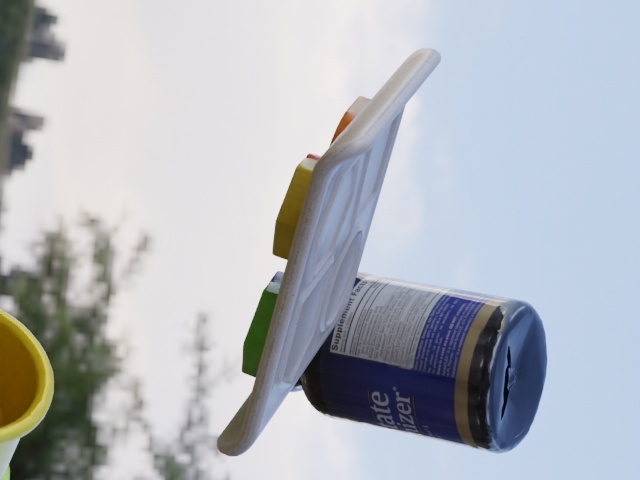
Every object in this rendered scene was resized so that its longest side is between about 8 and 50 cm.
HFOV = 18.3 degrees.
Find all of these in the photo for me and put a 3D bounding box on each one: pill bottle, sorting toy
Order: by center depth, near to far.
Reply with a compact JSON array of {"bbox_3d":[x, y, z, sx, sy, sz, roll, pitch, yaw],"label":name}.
[{"bbox_3d":[0.000,0.000,1.137,0.193,0.038,0.208,-52,164,-63],"label":"sorting toy"},{"bbox_3d":[0.060,0.091,1.583,0.219,0.123,0.123,9,-87,28],"label":"pill bottle"}]

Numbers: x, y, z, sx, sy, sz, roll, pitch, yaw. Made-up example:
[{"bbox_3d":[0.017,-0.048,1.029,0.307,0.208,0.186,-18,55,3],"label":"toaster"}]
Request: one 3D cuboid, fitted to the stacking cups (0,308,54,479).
[{"bbox_3d":[-0.213,0.167,0.957,0.096,0.096,0.316,-108,-148,-45],"label":"stacking cups"}]
